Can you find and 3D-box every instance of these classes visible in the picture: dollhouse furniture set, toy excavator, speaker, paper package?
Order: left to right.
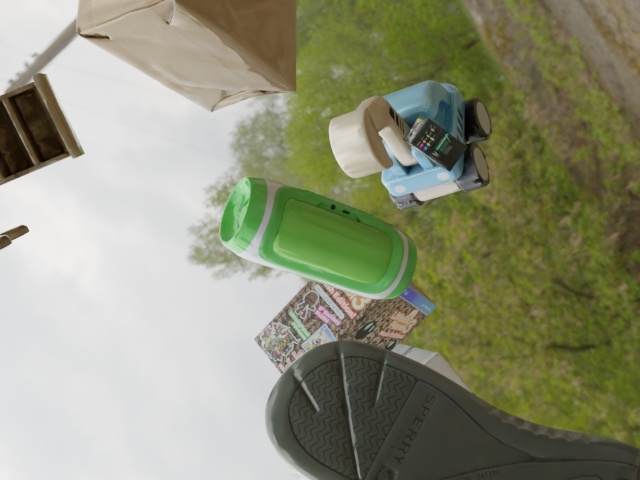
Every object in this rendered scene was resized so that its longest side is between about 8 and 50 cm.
[{"bbox_3d":[-0.370,-0.102,0.821,0.242,0.161,0.212,-128,14,-76],"label":"dollhouse furniture set"},{"bbox_3d":[-0.172,-0.394,1.088,0.309,0.168,0.325,23,-117,-56],"label":"paper package"},{"bbox_3d":[0.000,0.000,1.180,0.296,0.131,0.131,19,-148,-25],"label":"speaker"},{"bbox_3d":[0.179,-0.232,1.656,0.445,0.222,0.433,43,-137,-40],"label":"toy excavator"}]

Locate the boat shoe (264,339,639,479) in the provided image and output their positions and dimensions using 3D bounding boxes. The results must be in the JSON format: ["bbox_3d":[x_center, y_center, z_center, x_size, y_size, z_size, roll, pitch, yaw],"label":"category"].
[{"bbox_3d":[0.112,0.164,0.409,0.320,0.118,0.103,23,150,25],"label":"boat shoe"}]

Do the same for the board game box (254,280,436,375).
[{"bbox_3d":[0.055,0.164,1.525,0.141,0.291,0.232,46,-174,31],"label":"board game box"}]

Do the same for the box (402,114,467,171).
[{"bbox_3d":[0.187,-0.159,1.246,0.083,0.052,0.062,33,-172,-12],"label":"box"}]

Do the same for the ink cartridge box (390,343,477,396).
[{"bbox_3d":[0.148,0.285,1.205,0.171,0.168,0.232,49,171,-1],"label":"ink cartridge box"}]
